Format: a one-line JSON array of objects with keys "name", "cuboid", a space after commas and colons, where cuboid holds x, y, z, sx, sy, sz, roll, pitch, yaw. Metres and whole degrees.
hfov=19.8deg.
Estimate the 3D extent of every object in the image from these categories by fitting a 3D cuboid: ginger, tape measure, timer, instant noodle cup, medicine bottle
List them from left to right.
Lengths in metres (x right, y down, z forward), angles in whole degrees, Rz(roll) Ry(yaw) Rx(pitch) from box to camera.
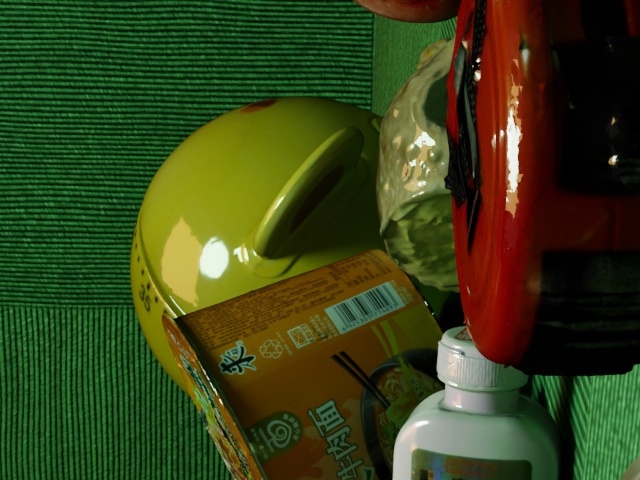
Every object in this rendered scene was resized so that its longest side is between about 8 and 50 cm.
[{"name": "timer", "cuboid": [0.000, 0.000, 1.795, 0.387, 0.376, 0.376, -56, 23, 36]}, {"name": "instant noodle cup", "cuboid": [0.003, 0.120, 1.461, 0.230, 0.182, 0.230, 58, 168, 19]}, {"name": "ginger", "cuboid": [0.106, -0.073, 1.404, 0.275, 0.130, 0.221, 100, 177, -53]}, {"name": "medicine bottle", "cuboid": [0.109, 0.172, 1.281, 0.078, 0.115, 0.219, -36, -51, -71]}, {"name": "tape measure", "cuboid": [0.130, -0.059, 0.978, 0.253, 0.114, 0.260, 94, 176, -58]}]

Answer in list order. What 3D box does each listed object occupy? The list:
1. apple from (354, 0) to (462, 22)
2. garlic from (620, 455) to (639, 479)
[{"name": "apple", "cuboid": [0.083, -0.273, 1.542, 0.168, 0.181, 0.181, -40, -45, -63]}, {"name": "garlic", "cuboid": [0.144, 0.196, 0.683, 0.237, 0.210, 0.292, -55, -2, -1]}]
